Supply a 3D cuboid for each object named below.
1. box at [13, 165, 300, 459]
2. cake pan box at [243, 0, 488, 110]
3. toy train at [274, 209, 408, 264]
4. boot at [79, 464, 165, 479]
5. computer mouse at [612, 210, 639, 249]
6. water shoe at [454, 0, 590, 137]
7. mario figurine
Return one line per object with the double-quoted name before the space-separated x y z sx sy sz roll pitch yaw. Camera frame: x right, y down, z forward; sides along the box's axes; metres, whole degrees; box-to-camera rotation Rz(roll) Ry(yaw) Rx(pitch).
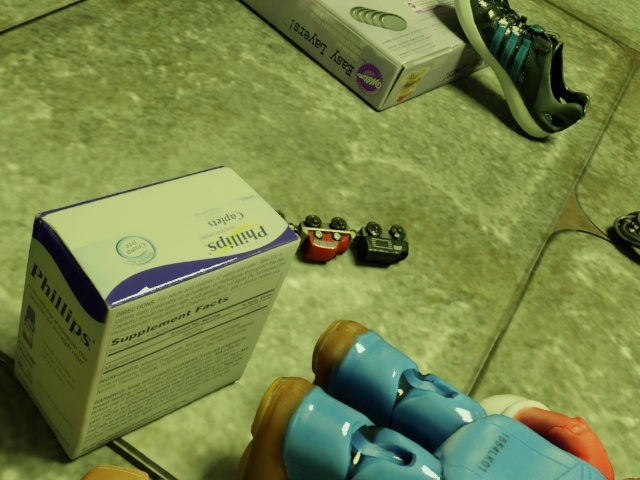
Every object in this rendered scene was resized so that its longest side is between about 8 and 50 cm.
"box" -0.097 0.039 0.481 0.126 0.137 0.072 -21 57 -41
"cake pan box" 0.066 -0.272 0.958 0.246 0.070 0.267 43 43 16
"toy train" 0.000 0.000 0.662 0.158 0.027 0.036 6 54 -23
"boot" -0.082 0.177 0.367 0.197 0.073 0.152 23 31 22
"computer mouse" 0.445 -0.015 0.858 0.272 0.072 0.188 -18 45 -42
"water shoe" 0.220 -0.211 0.898 0.203 0.080 0.073 56 45 -13
"mario figurine" 0.112 0.182 0.466 0.320 0.170 0.198 26 74 23
